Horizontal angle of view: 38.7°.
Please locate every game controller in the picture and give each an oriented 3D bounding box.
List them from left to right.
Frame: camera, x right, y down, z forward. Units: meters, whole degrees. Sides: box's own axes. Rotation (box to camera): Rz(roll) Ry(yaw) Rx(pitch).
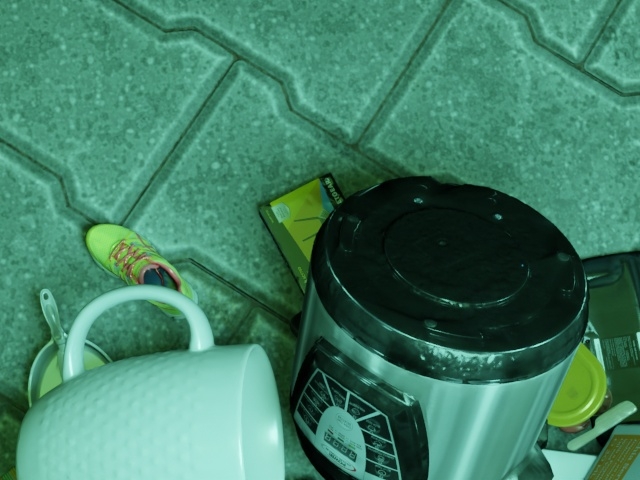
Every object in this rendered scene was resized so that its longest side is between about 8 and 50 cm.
[{"bbox_3d":[0.499,0.177,1.466,0.167,0.067,0.319,-10,80,9],"label":"game controller"}]

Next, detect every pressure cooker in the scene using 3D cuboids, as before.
[{"bbox_3d":[0.148,0.172,1.259,0.376,0.420,0.369,3,41,-7],"label":"pressure cooker"}]

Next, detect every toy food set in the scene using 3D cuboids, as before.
[{"bbox_3d":[0.383,0.230,1.405,0.128,0.071,0.218,-43,45,8],"label":"toy food set"}]

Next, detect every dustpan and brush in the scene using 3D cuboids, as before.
[{"bbox_3d":[-0.391,0.177,1.400,0.147,0.060,0.211,-17,82,-7],"label":"dustpan and brush"}]

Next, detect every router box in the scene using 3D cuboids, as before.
[{"bbox_3d":[0.000,0.000,1.463,0.133,0.046,0.178,-28,83,-8],"label":"router box"}]

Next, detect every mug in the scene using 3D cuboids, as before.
[{"bbox_3d":[-0.242,0.248,1.283,0.328,0.276,0.373,-6,89,8],"label":"mug"}]

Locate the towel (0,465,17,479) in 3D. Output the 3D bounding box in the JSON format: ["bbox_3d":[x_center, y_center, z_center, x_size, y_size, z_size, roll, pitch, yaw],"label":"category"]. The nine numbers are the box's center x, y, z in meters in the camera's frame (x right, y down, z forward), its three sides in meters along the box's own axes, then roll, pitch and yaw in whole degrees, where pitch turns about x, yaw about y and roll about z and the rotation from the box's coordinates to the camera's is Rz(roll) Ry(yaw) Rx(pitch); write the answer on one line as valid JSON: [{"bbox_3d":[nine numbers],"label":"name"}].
[{"bbox_3d":[-0.495,0.429,1.372,0.237,0.021,0.102,-38,79,-8],"label":"towel"}]

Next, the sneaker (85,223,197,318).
[{"bbox_3d":[-0.278,0.039,1.415,0.209,0.094,0.081,35,81,4],"label":"sneaker"}]

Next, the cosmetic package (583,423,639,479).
[{"bbox_3d":[0.443,0.351,1.071,0.162,0.453,0.230,36,77,3],"label":"cosmetic package"}]

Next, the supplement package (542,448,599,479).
[{"bbox_3d":[0.387,0.416,1.362,0.203,0.149,0.194,8,79,-2],"label":"supplement package"}]
